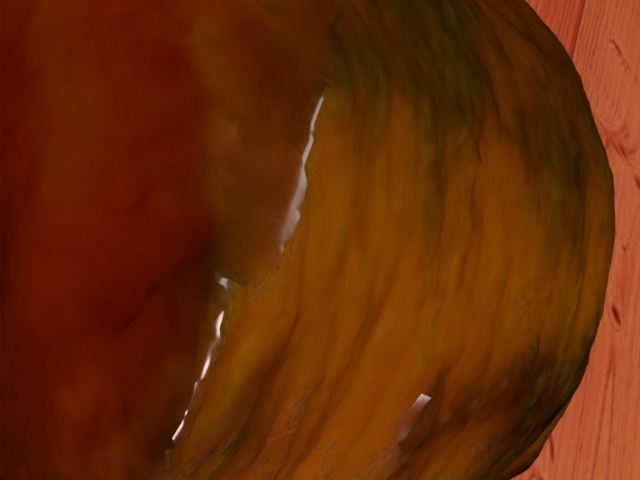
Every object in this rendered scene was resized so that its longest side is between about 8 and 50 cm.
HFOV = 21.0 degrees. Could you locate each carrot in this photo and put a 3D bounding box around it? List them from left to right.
[{"bbox_3d":[-0.045,-0.008,0.548,0.340,0.241,0.242,7,68,-63],"label":"carrot"}]
